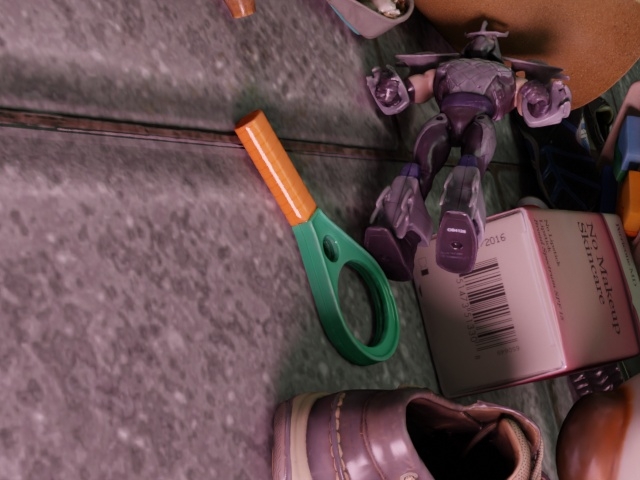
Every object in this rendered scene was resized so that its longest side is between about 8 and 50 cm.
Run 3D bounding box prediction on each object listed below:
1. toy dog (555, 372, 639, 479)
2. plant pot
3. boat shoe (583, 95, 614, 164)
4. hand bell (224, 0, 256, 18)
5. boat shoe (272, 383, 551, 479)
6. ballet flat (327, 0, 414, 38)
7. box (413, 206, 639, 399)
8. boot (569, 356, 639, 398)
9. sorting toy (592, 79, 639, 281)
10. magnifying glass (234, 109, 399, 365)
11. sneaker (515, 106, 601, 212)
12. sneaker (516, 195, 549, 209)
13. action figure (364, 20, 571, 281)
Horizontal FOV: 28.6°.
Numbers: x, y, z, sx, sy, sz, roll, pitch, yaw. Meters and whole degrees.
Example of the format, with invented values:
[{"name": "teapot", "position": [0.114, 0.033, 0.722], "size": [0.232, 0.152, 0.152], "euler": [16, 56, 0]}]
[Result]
[{"name": "toy dog", "position": [0.342, 0.287, 1.054], "size": [0.395, 0.285, 0.407], "euler": [-86, 166, -60]}, {"name": "plant pot", "position": [0.180, -0.285, 1.253], "size": [0.254, 0.237, 0.237], "euler": [25, 53, -32]}, {"name": "boat shoe", "position": [0.344, -0.155, 1.570], "size": [0.056, 0.049, 0.152], "euler": [31, 50, -46]}, {"name": "hand bell", "position": [-0.090, -0.289, 0.956], "size": [0.126, 0.126, 0.242], "euler": [-46, 124, -55]}, {"name": "boat shoe", "position": [0.110, 0.194, 0.963], "size": [0.355, 0.130, 0.132], "euler": [24, 55, -49]}, {"name": "ballet flat", "position": [0.008, -0.247, 1.093], "size": [0.213, 0.068, 0.072], "euler": [29, 51, -47]}, {"name": "box", "position": [0.204, 0.056, 1.179], "size": [0.232, 0.127, 0.148], "euler": [0, 74, -56]}, {"name": "boot", "position": [0.344, 0.194, 1.379], "size": [0.137, 0.077, 0.197], "euler": [-6, 81, -63]}, {"name": "sorting toy", "position": [0.319, -0.035, 1.330], "size": [0.193, 0.038, 0.208], "euler": [99, -6, -54]}, {"name": "magnifying glass", "position": [0.000, 0.000, 0.996], "size": [0.231, 0.026, 0.092], "euler": [58, 35, -19]}, {"name": "sneaker", "position": [0.265, -0.106, 1.421], "size": [0.081, 0.080, 0.211], "euler": [74, 12, -60]}, {"name": "sneaker", "position": [0.250, 0.009, 1.352], "size": [0.118, 0.042, 0.067], "euler": [37, 42, -32]}, {"name": "action figure", "position": [0.124, -0.098, 1.107], "size": [0.099, 0.185, 0.285], "euler": [64, 35, -44]}]
